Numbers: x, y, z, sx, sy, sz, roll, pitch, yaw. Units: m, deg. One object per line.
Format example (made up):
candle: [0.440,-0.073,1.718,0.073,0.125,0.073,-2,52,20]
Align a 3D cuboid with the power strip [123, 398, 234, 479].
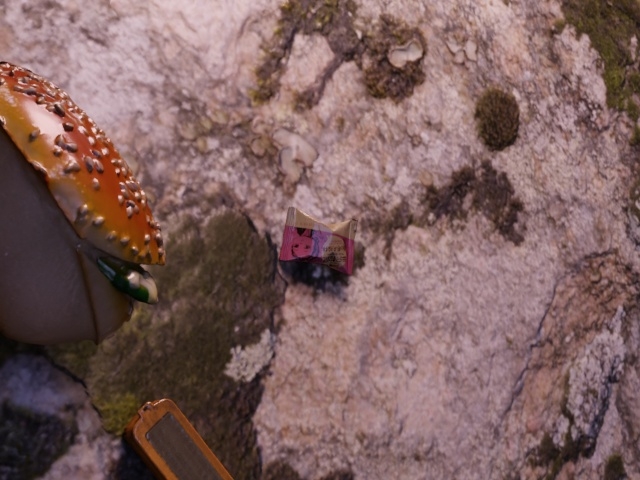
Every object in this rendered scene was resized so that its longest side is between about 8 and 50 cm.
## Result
power strip: [-0.110,0.216,0.886,0.049,0.028,0.178,-44,106,-34]

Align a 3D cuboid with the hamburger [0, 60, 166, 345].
hamburger: [-0.212,-0.028,0.756,0.147,0.237,0.236,-25,96,-14]

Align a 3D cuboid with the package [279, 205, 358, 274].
package: [0.000,0.000,1.015,0.083,0.029,0.059,11,81,-23]
